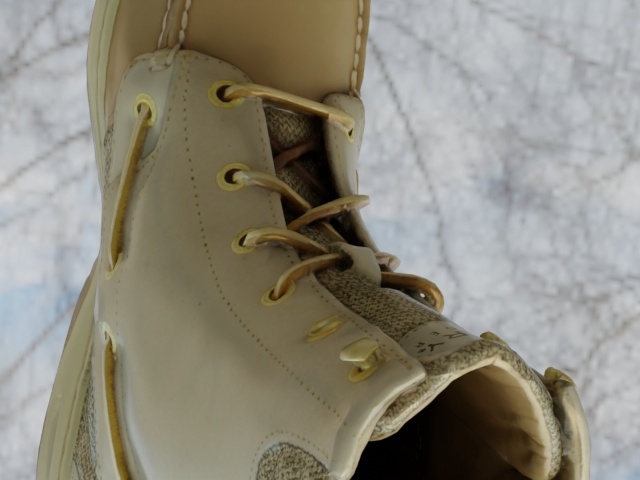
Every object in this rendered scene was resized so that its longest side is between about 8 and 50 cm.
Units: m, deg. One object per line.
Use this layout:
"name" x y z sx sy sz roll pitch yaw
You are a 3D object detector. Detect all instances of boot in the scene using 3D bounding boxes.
"boot" 0.000 0.000 0.534 0.095 0.262 0.203 11 -176 -29
